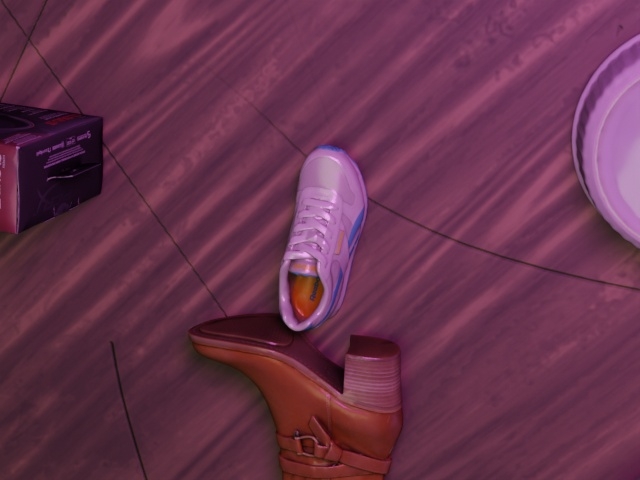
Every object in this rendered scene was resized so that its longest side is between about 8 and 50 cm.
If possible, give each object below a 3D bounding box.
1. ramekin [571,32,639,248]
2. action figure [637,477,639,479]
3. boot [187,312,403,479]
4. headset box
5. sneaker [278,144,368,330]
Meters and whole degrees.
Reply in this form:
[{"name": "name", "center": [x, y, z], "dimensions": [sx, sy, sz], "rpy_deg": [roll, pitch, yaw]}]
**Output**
[{"name": "ramekin", "center": [0.402, -0.099, 1.322], "dimensions": [0.273, 0.127, 0.272], "rpy_deg": [4, 106, 15]}, {"name": "action figure", "center": [0.437, 0.246, 1.404], "dimensions": [0.137, 0.063, 0.232], "rpy_deg": [29, 77, 43]}, {"name": "boot", "center": [-0.036, 0.214, 1.568], "dimensions": [0.284, 0.109, 0.220], "rpy_deg": [8, 111, 7]}, {"name": "headset box", "center": [-0.419, -0.099, 1.525], "dimensions": [0.293, 0.218, 0.110], "rpy_deg": [10, 107, 15]}, {"name": "sneaker", "center": [0.000, 0.000, 1.492], "dimensions": [0.087, 0.092, 0.228], "rpy_deg": [10, 106, 16]}]
